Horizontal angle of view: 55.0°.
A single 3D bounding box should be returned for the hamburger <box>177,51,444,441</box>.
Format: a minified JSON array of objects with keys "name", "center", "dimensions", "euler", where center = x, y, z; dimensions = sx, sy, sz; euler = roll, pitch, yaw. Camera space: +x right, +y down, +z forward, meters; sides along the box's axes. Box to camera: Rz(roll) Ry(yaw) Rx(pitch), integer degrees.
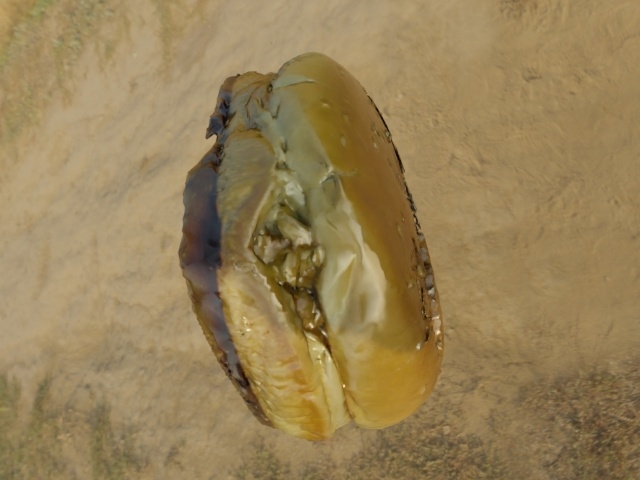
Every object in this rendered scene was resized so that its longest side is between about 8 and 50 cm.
[{"name":"hamburger","center":[-0.001,0.002,0.528],"dimensions":[0.174,0.284,0.304],"euler":[-16,44,9]}]
